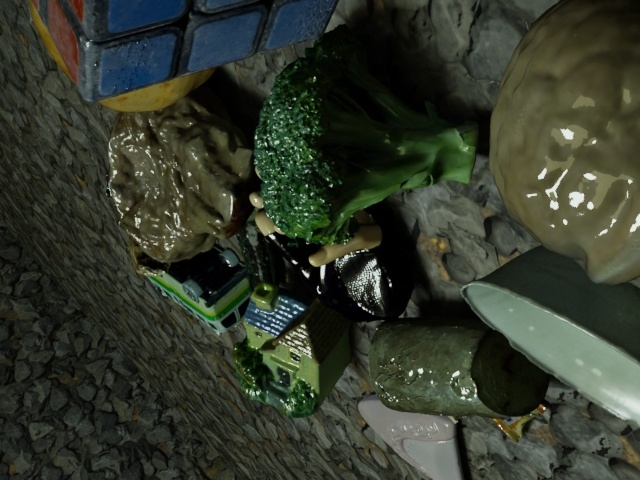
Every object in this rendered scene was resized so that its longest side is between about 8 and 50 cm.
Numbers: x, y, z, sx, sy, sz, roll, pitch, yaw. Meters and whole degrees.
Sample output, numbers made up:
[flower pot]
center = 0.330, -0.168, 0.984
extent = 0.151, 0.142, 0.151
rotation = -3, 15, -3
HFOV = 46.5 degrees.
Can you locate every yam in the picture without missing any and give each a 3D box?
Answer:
[yam]
center = 0.173, 0.178, 1.050
extent = 0.254, 0.154, 0.154
rotation = -6, 118, 51

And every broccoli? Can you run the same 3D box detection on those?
[broccoli]
center = 0.052, -0.119, 0.879
extent = 0.269, 0.269, 0.254
rotation = 50, -165, 6

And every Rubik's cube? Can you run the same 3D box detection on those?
[Rubik's cube]
center = -0.141, -0.364, 0.709
extent = 0.304, 0.300, 0.305
rotation = 60, 152, 12

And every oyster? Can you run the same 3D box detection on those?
[oyster]
center = -0.358, -0.034, 1.581
extent = 0.222, 0.214, 0.083
rotation = 14, 167, 40

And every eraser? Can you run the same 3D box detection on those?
[eraser]
center = 0.161, 0.364, 1.393
extent = 0.243, 0.059, 0.204
rotation = 18, 137, 41

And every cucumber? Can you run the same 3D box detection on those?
[cucumber]
center = -0.120, 0.010, 1.400
extent = 0.077, 0.077, 0.265
rotation = 35, 152, 30

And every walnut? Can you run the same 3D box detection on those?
[walnut]
center = 0.255, -0.083, 0.566
extent = 0.248, 0.248, 0.248
rotation = 37, 148, 27

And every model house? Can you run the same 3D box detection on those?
[model house]
center = -0.065, 0.178, 1.376
extent = 0.214, 0.195, 0.189
rotation = 25, 136, 23

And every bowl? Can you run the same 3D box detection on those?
[bowl]
center = 0.304, 0.076, 0.718
extent = 0.313, 0.146, 0.313
rotation = 33, 173, 5

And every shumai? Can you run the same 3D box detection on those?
[shumai]
center = -0.184, -0.112, 1.229
extent = 0.283, 0.217, 0.346
rotation = 12, 109, 30

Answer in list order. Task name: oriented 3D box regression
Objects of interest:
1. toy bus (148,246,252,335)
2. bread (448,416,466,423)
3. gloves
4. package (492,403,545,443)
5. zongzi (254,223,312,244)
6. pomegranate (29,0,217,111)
[toy bus]
center = -0.279, 0.082, 1.657
extent = 0.276, 0.133, 0.165
rotation = 29, 147, 35
[bread]
center = 0.217, 0.260, 1.218
extent = 0.070, 0.035, 0.083
rotation = 49, 155, 10
[gloves]
center = 0.006, -0.002, 1.098
extent = 0.197, 0.152, 0.301
rotation = -11, 139, 46
[package]
center = 0.273, 0.242, 1.115
extent = 0.108, 0.031, 0.121
rotation = 43, 151, 22
[zongzi]
center = -0.021, 0.008, 1.255
extent = 0.176, 0.078, 0.160
rotation = 49, 160, -10
[pomegranate]
center = -0.267, -0.328, 1.035
extent = 0.307, 0.307, 0.307
rotation = 37, 148, 27
